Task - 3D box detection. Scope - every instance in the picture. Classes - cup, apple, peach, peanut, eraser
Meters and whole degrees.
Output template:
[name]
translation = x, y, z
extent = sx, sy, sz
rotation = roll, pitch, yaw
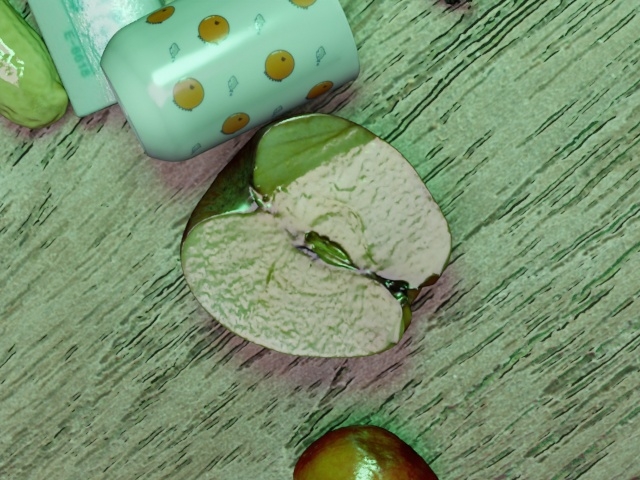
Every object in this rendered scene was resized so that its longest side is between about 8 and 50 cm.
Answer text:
[cup]
translation = -0.133, -0.253, 1.520
extent = 0.317, 0.212, 0.212
rotation = -28, 101, -9
[apple]
translation = 0.000, 0.000, 1.589
extent = 0.365, 0.295, 0.329
rotation = 29, 144, -7
[peach]
translation = 0.076, 0.405, 1.727
extent = 0.243, 0.199, 0.243
rotation = 0, 92, 5
[peanut]
translation = -0.509, -0.301, 1.649
extent = 0.147, 0.147, 0.319
rotation = -36, 105, 14
[eraser]
translation = -0.333, -0.350, 1.627
extent = 0.189, 0.104, 0.290
rotation = -21, 102, 3

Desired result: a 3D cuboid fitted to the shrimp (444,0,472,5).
[shrimp]
translation = 0.151, -0.460, 1.495
extent = 0.289, 0.075, 0.178
rotation = 43, 77, -34
